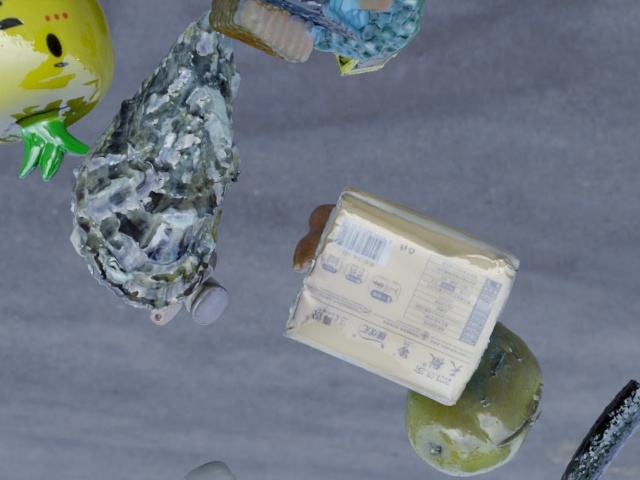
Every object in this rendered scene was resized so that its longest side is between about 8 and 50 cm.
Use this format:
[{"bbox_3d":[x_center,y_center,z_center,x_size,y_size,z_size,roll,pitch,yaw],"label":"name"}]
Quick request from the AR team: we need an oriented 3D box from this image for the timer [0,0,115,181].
[{"bbox_3d":[-0.387,-0.205,1.633,0.285,0.285,0.285,1,156,0],"label":"timer"}]

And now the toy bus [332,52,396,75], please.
[{"bbox_3d":[0.036,-0.346,1.726,0.081,0.226,0.074,-12,171,-32],"label":"toy bus"}]

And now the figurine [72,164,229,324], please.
[{"bbox_3d":[-0.266,0.001,2.018,0.248,0.203,0.380,48,175,-37],"label":"figurine"}]

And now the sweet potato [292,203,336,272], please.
[{"bbox_3d":[-0.002,0.000,1.877,0.055,0.202,0.058,7,122,12],"label":"sweet potato"}]

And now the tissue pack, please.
[{"bbox_3d":[0.091,0.062,1.381,0.222,0.186,0.090,21,-168,-4],"label":"tissue pack"}]

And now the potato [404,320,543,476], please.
[{"bbox_3d":[0.199,0.200,1.592,0.169,0.248,0.143,21,128,18],"label":"potato"}]

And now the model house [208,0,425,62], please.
[{"bbox_3d":[-0.046,-0.273,1.293,0.261,0.241,0.226,22,127,16],"label":"model house"}]

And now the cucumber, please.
[{"bbox_3d":[0.391,0.281,1.707,0.058,0.214,0.052,36,-167,9],"label":"cucumber"}]

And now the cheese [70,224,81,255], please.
[{"bbox_3d":[-0.240,-0.039,1.527,0.043,0.194,0.065,35,124,6],"label":"cheese"}]

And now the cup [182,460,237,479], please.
[{"bbox_3d":[-0.042,0.348,1.128,0.227,0.301,0.257,-24,-156,-17],"label":"cup"}]

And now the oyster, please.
[{"bbox_3d":[-0.172,-0.096,1.403,0.162,0.351,0.158,22,175,-41],"label":"oyster"}]
